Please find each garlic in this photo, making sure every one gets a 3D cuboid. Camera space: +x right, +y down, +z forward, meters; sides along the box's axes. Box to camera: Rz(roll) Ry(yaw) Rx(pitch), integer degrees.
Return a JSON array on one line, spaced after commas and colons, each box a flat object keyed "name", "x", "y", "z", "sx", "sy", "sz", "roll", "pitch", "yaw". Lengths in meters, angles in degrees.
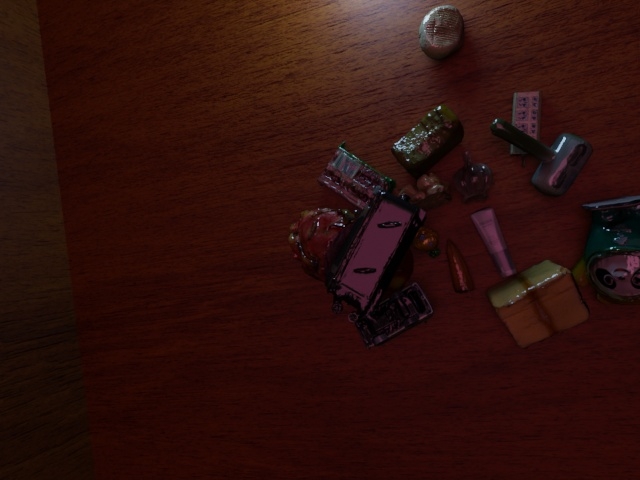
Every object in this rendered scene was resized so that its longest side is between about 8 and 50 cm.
[{"name": "garlic", "x": 0.536, "y": -0.237, "z": 1.529, "sx": 0.131, "sy": 0.127, "sz": 0.193, "roll": -5, "pitch": 69, "yaw": 22}]

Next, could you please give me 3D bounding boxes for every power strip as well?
[{"name": "power strip", "x": 0.712, "y": -0.388, "z": 1.504, "sx": 0.092, "sy": 0.034, "sz": 0.267, "roll": 3, "pitch": 92, "yaw": 18}]

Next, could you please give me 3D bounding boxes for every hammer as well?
[{"name": "hammer", "x": 0.701, "y": -0.299, "z": 1.426, "sx": 0.336, "sy": 0.119, "sz": 0.206, "roll": 29, "pitch": 98, "yaw": -4}]

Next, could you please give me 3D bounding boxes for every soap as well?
[{"name": "soap", "x": 0.136, "y": -0.230, "z": 1.666, "sx": 0.273, "sy": 0.098, "sz": 0.217, "roll": 36, "pitch": 101, "yaw": 15}]

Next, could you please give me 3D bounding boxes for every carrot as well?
[{"name": "carrot", "x": 0.493, "y": 0.091, "z": 1.571, "sx": 0.072, "sy": 0.072, "sz": 0.204, "roll": -20, "pitch": 78, "yaw": 18}]

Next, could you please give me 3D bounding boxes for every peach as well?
[{"name": "peach", "x": 0.249, "y": 0.059, "z": 1.648, "sx": 0.189, "sy": 0.068, "sz": 0.279, "roll": -22, "pitch": 84, "yaw": 15}]

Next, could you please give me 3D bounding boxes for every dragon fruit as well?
[{"name": "dragon fruit", "x": 0.000, "y": 0.000, "z": 1.615, "sx": 0.263, "sy": 0.296, "sz": 0.314, "roll": 32, "pitch": 90, "yaw": 30}]

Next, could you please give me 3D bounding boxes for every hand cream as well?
[{"name": "hand cream", "x": 0.616, "y": 0.006, "z": 1.532, "sx": 0.080, "sy": 0.048, "sz": 0.255, "roll": -24, "pitch": 82, "yaw": 19}]

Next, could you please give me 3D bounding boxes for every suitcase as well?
[{"name": "suitcase", "x": 0.179, "y": 0.041, "z": 1.439, "sx": 0.194, "sy": 0.283, "sz": 0.433, "roll": 30, "pitch": 96, "yaw": 14}]

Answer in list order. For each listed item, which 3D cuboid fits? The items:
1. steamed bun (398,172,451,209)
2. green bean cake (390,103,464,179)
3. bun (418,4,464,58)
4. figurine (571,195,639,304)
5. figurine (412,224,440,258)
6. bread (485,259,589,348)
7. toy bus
[{"name": "steamed bun", "x": 0.368, "y": -0.173, "z": 1.558, "sx": 0.193, "sy": 0.178, "sz": 0.106, "roll": -22, "pitch": 74, "yaw": 28}, {"name": "green bean cake", "x": 0.374, "y": -0.343, "z": 1.519, "sx": 0.236, "sy": 0.233, "sz": 0.124, "roll": -42, "pitch": 72, "yaw": 14}, {"name": "bun", "x": 0.434, "y": -0.745, "z": 1.562, "sx": 0.164, "sy": 0.111, "sz": 0.188, "roll": 5, "pitch": 89, "yaw": 1}, {"name": "figurine", "x": 0.947, "y": 0.039, "z": 1.344, "sx": 0.324, "sy": 0.232, "sz": 0.339, "roll": -4, "pitch": 98, "yaw": 43}, {"name": "figurine", "x": 0.377, "y": -0.003, "z": 1.580, "sx": 0.095, "sy": 0.115, "sz": 0.156, "roll": -27, "pitch": 84, "yaw": 27}, {"name": "bread", "x": 0.728, "y": 0.227, "z": 1.431, "sx": 0.264, "sy": 0.198, "sz": 0.236, "roll": -32, "pitch": 88, "yaw": 18}, {"name": "toy bus", "x": 0.278, "y": 0.278, "z": 1.589, "sx": 0.276, "sy": 0.165, "sz": 0.133, "roll": -33, "pitch": 66, "yaw": 15}]
